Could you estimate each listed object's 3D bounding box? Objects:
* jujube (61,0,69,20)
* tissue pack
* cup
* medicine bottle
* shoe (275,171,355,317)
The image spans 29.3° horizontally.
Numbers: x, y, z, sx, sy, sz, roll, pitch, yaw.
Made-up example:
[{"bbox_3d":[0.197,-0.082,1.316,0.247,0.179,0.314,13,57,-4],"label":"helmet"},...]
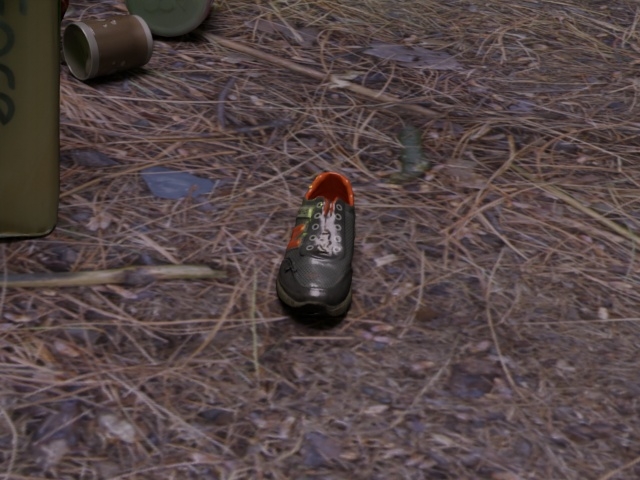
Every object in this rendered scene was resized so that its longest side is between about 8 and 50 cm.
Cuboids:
[{"bbox_3d":[-0.416,-0.309,1.585,0.155,0.155,0.230,9,32,7],"label":"jujube"},{"bbox_3d":[-0.370,-0.244,1.224,0.205,0.405,0.332,-3,30,-21],"label":"tissue pack"},{"bbox_3d":[-0.280,-0.246,1.597,0.099,0.102,0.074,-19,75,-38],"label":"cup"},{"bbox_3d":[-0.211,-0.377,1.760,0.135,0.135,0.168,4,29,-3],"label":"medicine bottle"},{"bbox_3d":[0.000,0.001,1.173,0.074,0.077,0.194,7,29,2],"label":"shoe"}]
